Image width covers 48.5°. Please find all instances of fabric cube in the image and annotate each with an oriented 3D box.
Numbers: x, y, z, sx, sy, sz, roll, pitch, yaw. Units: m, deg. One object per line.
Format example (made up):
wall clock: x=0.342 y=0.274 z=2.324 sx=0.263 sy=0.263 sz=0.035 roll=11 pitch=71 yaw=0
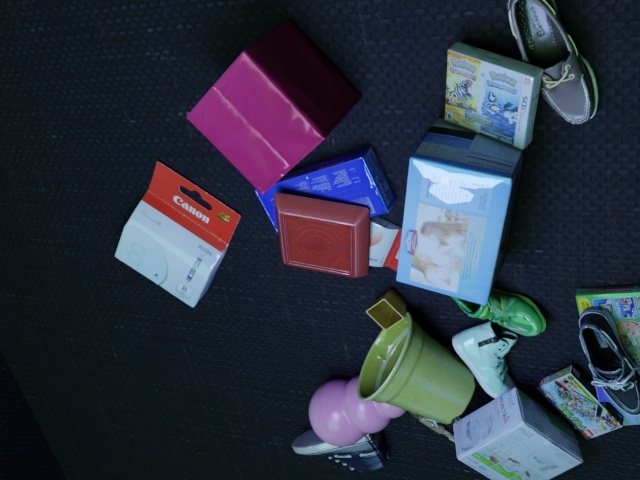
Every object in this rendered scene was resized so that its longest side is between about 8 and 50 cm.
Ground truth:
fabric cube: x=-0.107 y=-0.317 z=1.693 sx=0.258 sy=0.254 sz=0.259 roll=45 pitch=129 yaw=-9

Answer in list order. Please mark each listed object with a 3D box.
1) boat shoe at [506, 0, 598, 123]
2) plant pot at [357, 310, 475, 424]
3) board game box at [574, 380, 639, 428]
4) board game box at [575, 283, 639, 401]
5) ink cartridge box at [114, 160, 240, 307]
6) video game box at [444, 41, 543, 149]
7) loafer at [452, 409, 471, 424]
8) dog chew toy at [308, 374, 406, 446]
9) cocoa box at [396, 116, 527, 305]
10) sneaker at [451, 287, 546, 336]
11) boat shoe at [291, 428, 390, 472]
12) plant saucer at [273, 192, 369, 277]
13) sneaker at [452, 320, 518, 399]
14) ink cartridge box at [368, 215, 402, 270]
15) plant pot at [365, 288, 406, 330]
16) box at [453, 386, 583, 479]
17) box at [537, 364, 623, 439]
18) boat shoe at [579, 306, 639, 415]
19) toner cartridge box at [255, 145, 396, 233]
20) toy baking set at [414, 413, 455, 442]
boat shoe: x=0.475 y=-0.372 z=1.460 sx=0.116 sy=0.097 sz=0.324 roll=-18 pitch=112 yaw=34
plant pot: x=0.281 y=0.375 z=1.980 sx=0.253 sy=0.276 sz=0.276 roll=29 pitch=131 yaw=-9
board game box: x=0.792 y=0.429 z=1.883 sx=0.281 sy=0.027 sz=0.145 roll=-15 pitch=114 yaw=34
board game box: x=0.768 y=0.256 z=1.749 sx=0.213 sy=0.046 sz=0.317 roll=-8 pitch=112 yaw=31
ink cartridge box: x=-0.443 y=-0.009 z=2.176 sx=0.308 sy=0.091 sz=0.385 roll=33 pitch=131 yaw=3
video game box: x=0.366 y=-0.311 z=1.531 sx=0.205 sy=0.048 sz=0.187 roll=28 pitch=143 yaw=30
loafer: x=0.471 y=0.559 z=2.108 sx=0.223 sy=0.076 sz=0.078 roll=42 pitch=125 yaw=-11
dog chew toy: x=0.128 y=0.503 z=2.169 sx=0.331 sy=0.207 sz=0.207 roll=-25 pitch=108 yaw=28
cocoa box: x=0.327 y=-0.069 z=1.654 sx=0.231 sy=0.228 sz=0.347 roll=15 pitch=126 yaw=18
sneaker: x=0.434 y=0.172 z=1.830 sx=0.295 sy=0.123 sz=0.109 roll=29 pitch=129 yaw=5
boat shoe: x=0.069 y=0.705 z=2.368 sx=0.340 sy=0.127 sz=0.158 roll=-19 pitch=104 yaw=34
plant saucer: x=0.000 y=0.000 z=1.895 sx=0.258 sy=0.048 sz=0.259 roll=10 pitch=137 yaw=12
sneaker: x=0.492 y=0.330 z=1.927 sx=0.151 sy=0.094 sz=0.256 roll=-35 pitch=103 yaw=36
ink cartridge box: x=0.169 y=0.018 z=1.914 sx=0.179 sy=0.045 sz=0.145 roll=28 pitch=130 yaw=11
plant pot: x=0.192 y=0.185 z=1.987 sx=0.081 sy=0.083 sz=0.081 roll=44 pitch=129 yaw=-6
box: x=0.542 y=0.560 z=1.962 sx=0.262 sy=0.127 sz=0.231 roll=35 pitch=121 yaw=-23
box: x=0.692 y=0.433 z=1.895 sx=0.207 sy=0.036 sz=0.114 roll=45 pitch=130 yaw=-6
boat shoe: x=0.708 y=0.311 z=1.715 sx=0.113 sy=0.105 sz=0.306 roll=-15 pitch=108 yaw=34
toner cartridge box: x=0.009 y=-0.121 z=1.880 sx=0.347 sy=0.075 sz=0.165 roll=-13 pitch=116 yaw=33
toy baking set: x=0.349 y=0.548 z=2.112 sx=0.256 sy=0.030 sz=0.197 roll=33 pitch=168 yaw=-6
